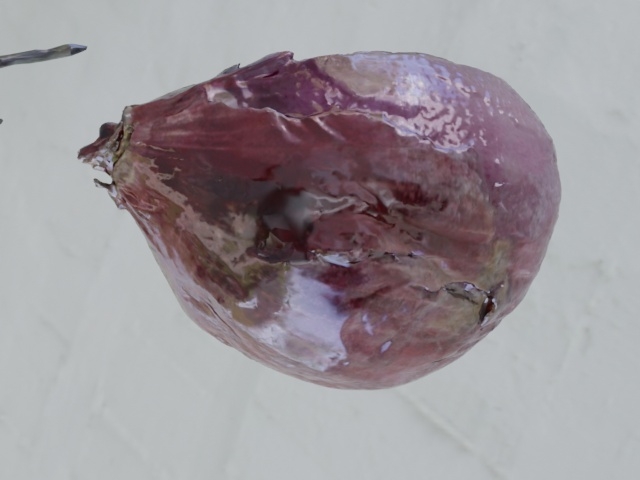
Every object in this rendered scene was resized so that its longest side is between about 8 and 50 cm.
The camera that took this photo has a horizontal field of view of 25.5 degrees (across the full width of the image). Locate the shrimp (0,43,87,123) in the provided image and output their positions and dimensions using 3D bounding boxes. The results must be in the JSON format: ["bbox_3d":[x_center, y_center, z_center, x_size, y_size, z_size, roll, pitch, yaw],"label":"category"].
[{"bbox_3d":[-0.189,0.009,0.253,0.145,0.343,0.116,19,-47,59],"label":"shrimp"}]

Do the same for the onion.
[{"bbox_3d":[0.000,0.000,0.804,0.227,0.284,0.120,-63,-153,30],"label":"onion"}]
